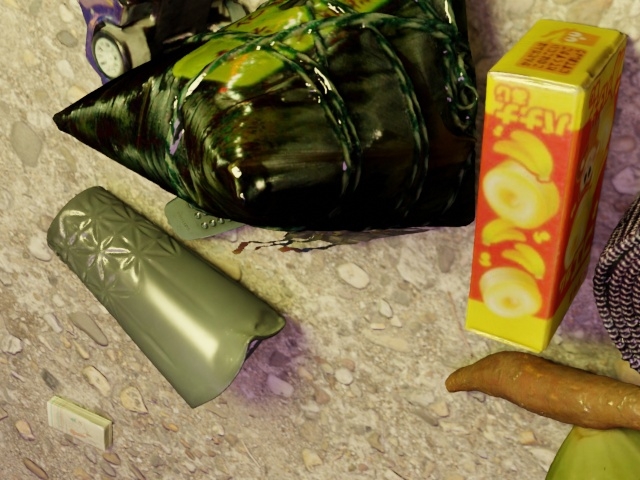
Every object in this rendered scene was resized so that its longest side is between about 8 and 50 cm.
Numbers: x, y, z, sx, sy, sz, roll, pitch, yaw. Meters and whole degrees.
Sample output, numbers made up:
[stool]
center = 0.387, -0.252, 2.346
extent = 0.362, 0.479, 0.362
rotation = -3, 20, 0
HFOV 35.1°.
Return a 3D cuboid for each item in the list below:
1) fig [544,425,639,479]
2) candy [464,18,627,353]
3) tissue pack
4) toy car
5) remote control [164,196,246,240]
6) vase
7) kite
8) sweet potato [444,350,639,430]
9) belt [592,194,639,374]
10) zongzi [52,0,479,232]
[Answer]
[fig]
center = 0.322, 0.305, 1.069
extent = 0.230, 0.207, 0.207
rotation = 52, 134, 19
[candy]
center = 0.205, -0.049, 0.936
extent = 0.088, 0.146, 0.276
rotation = 15, 127, 23
[tissue pack]
center = -0.373, 0.284, 1.567
extent = 0.108, 0.023, 0.056
rotation = 21, 128, 17
[toy car]
center = -0.171, -0.271, 1.006
extent = 0.158, 0.172, 0.235
rotation = 42, 136, 21
[remote control]
center = -0.095, -0.054, 1.172
extent = 0.222, 0.042, 0.072
rotation = -20, 109, 36
[vase]
center = -0.200, 0.069, 1.261
extent = 0.301, 0.156, 0.251
rotation = 41, 157, 8
[kite]
center = 0.000, -0.002, 1.097
extent = 0.245, 0.141, 0.015
rotation = -11, 78, 51
[sweet potato]
center = 0.258, 0.162, 1.062
extent = 0.314, 0.072, 0.066
rotation = 10, 85, 50
[belt]
center = 0.413, 0.061, 0.907
extent = 0.325, 0.122, 0.260
rotation = 25, 136, 17
[zongzi]
center = -0.053, -0.119, 0.933
extent = 0.362, 0.383, 0.319
rotation = 16, 120, 41
